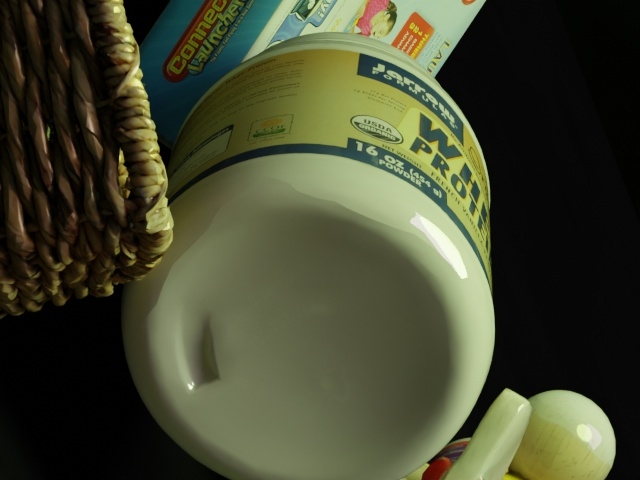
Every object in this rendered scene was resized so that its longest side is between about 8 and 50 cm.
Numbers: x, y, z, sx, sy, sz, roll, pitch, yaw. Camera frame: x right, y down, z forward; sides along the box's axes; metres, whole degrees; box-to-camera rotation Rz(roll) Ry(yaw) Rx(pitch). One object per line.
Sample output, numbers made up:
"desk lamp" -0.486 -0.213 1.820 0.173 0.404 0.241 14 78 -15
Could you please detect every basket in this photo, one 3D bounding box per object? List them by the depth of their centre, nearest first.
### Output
"basket" -0.169 -0.113 1.056 0.213 0.223 0.299 7 67 -70

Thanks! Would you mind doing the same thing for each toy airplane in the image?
"toy airplane" 0.126 0.204 1.388 0.272 0.384 0.386 -49 113 -27

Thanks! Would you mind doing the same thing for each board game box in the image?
"board game box" 0.006 -0.181 1.531 0.086 0.308 0.302 35 3 24

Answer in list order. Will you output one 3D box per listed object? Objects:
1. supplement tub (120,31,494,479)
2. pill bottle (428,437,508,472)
"supplement tub" 0.000 0.000 1.250 0.316 0.228 0.228 -81 150 -65
"pill bottle" 0.134 0.271 1.791 0.193 0.108 0.108 -50 122 -68
